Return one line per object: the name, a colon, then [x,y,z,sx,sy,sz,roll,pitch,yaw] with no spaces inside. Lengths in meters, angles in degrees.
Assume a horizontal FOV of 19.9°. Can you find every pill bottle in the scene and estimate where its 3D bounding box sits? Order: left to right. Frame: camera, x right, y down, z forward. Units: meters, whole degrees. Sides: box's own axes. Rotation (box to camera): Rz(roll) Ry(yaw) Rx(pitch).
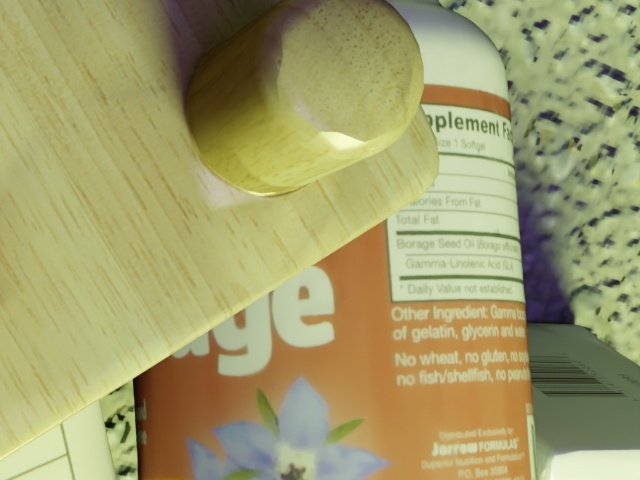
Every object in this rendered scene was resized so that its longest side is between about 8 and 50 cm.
pill bottle: [0.000,0.000,0.556,0.121,0.121,0.216,-2,83,-24]

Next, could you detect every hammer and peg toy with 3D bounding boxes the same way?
hammer and peg toy: [-0.152,-0.111,0.371,0.266,0.127,0.361,-31,95,-23]

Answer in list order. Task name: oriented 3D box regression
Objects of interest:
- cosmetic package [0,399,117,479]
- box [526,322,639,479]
cosmetic package: [-0.148,0.095,0.541,0.160,0.113,0.309,-21,114,-29]
box: [0.073,0.128,0.654,0.091,0.130,0.170,2,107,-25]
